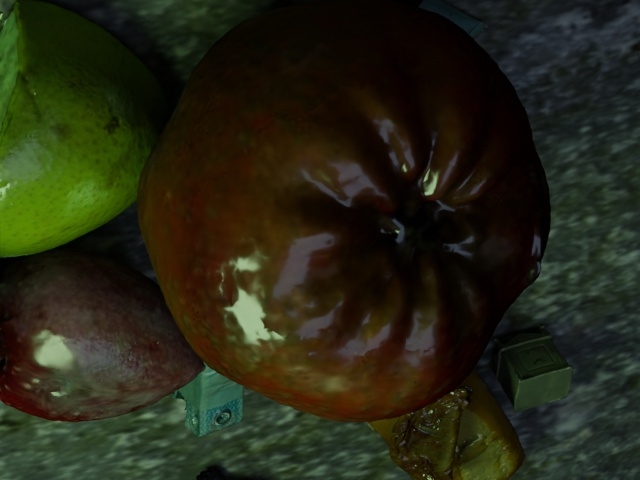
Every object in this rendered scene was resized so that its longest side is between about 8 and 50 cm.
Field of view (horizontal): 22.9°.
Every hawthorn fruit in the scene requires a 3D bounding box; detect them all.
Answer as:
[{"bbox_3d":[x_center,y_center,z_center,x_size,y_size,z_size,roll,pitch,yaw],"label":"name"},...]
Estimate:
[{"bbox_3d":[0.007,-0.042,1.505,0.403,0.403,0.403,-14,135,-14],"label":"hawthorn fruit"}]

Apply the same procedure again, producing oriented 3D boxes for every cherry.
[{"bbox_3d":[-0.240,0.103,1.634,0.250,0.175,0.192,12,115,-1],"label":"cherry"}]

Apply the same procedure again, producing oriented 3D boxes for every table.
[{"bbox_3d":[0.269,0.162,2.029,0.079,0.083,0.062,-14,136,-16],"label":"table"}]

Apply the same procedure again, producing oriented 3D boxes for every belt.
[{"bbox_3d":[-0.122,0.103,1.785,0.072,0.087,0.302,-19,138,-27],"label":"belt"}]

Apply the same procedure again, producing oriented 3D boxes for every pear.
[{"bbox_3d":[-0.249,-0.064,1.539,0.239,0.139,0.288,12,126,-44],"label":"pear"}]

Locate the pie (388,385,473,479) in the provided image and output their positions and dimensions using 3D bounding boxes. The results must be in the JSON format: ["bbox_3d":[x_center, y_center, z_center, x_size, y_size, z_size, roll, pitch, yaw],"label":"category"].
[{"bbox_3d":[0.128,0.233,1.900,0.088,0.033,0.191,2,132,-6],"label":"pie"}]

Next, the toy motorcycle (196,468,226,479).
[{"bbox_3d":[-0.094,0.422,2.013,0.108,0.204,0.239,-32,135,29],"label":"toy motorcycle"}]

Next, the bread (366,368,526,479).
[{"bbox_3d":[0.154,0.229,2.014,0.152,0.119,0.288,-28,136,5],"label":"bread"}]

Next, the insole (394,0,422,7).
[{"bbox_3d":[0.099,-0.258,1.567,0.135,0.002,0.045,-49,137,-18],"label":"insole"}]

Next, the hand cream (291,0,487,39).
[{"bbox_3d":[0.045,-0.239,1.573,0.111,0.070,0.312,-45,142,15],"label":"hand cream"}]
